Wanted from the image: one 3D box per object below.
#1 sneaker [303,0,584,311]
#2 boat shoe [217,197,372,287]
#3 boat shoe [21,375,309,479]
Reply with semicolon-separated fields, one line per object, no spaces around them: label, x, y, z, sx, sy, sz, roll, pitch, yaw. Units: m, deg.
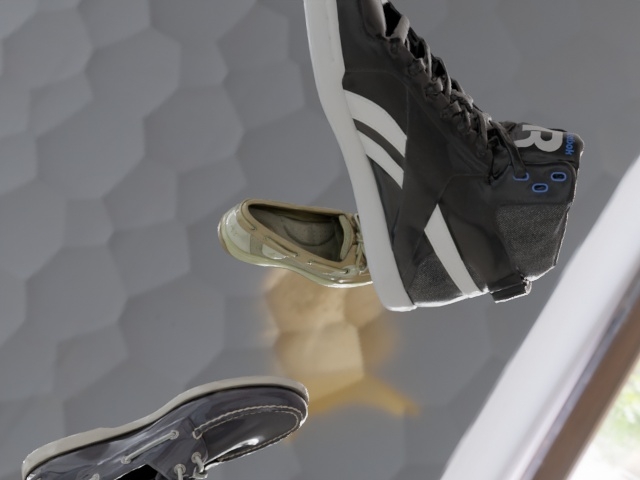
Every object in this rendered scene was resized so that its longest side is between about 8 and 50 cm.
sneaker;0.071;-0.066;0.554;0.121;0.079;0.217;-8;122;14
boat shoe;-0.001;-0.002;0.820;0.153;0.056;0.048;14;153;-25
boat shoe;-0.101;0.153;0.727;0.075;0.206;0.065;71;180;-47
